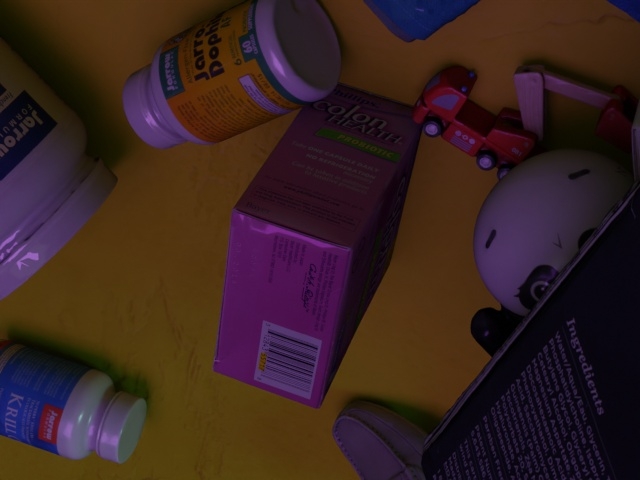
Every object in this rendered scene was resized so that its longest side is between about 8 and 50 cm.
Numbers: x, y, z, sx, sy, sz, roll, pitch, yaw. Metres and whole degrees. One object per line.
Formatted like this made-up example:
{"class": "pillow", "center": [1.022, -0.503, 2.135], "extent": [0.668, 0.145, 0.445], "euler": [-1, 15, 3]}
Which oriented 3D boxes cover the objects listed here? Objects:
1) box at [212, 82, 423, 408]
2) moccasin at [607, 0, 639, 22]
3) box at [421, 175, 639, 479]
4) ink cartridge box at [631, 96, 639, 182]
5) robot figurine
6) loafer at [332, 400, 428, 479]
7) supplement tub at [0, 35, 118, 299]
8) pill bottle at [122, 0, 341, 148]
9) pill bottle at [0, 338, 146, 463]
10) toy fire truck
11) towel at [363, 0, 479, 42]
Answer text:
{"class": "box", "center": [0.000, 0.000, 1.202], "extent": [0.117, 0.243, 0.213], "euler": [18, 131, 9]}
{"class": "moccasin", "center": [0.203, -0.277, 0.936], "extent": [0.342, 0.117, 0.137], "euler": [38, 143, -14]}
{"class": "box", "center": [0.396, 0.168, 0.934], "extent": [0.480, 0.297, 0.472], "euler": [-4, 147, -19]}
{"class": "ink cartridge box", "center": [0.346, -0.108, 0.983], "extent": [0.154, 0.212, 0.093], "euler": [0, 126, 24]}
{"class": "robot figurine", "center": [0.261, 0.033, 1.129], "extent": [0.173, 0.209, 0.278], "euler": [3, 154, 42]}
{"class": "loafer", "center": [0.117, 0.315, 1.421], "extent": [0.319, 0.111, 0.112], "euler": [42, 138, 30]}
{"class": "supplement tub", "center": [-0.402, -0.113, 1.296], "extent": [0.235, 0.235, 0.325], "euler": [-31, 110, 38]}
{"class": "pill bottle", "center": [-0.093, -0.163, 1.198], "extent": [0.208, 0.117, 0.117], "euler": [-18, 117, 34]}
{"class": "pill bottle", "center": [-0.351, 0.219, 1.612], "extent": [0.221, 0.124, 0.124], "euler": [16, 131, 12]}
{"class": "toy fire truck", "center": [0.197, -0.120, 1.152], "extent": [0.192, 0.047, 0.135], "euler": [32, 132, -2]}
{"class": "towel", "center": [0.118, -0.356, 1.008], "extent": [0.271, 0.040, 0.370], "euler": [45, 129, -14]}
